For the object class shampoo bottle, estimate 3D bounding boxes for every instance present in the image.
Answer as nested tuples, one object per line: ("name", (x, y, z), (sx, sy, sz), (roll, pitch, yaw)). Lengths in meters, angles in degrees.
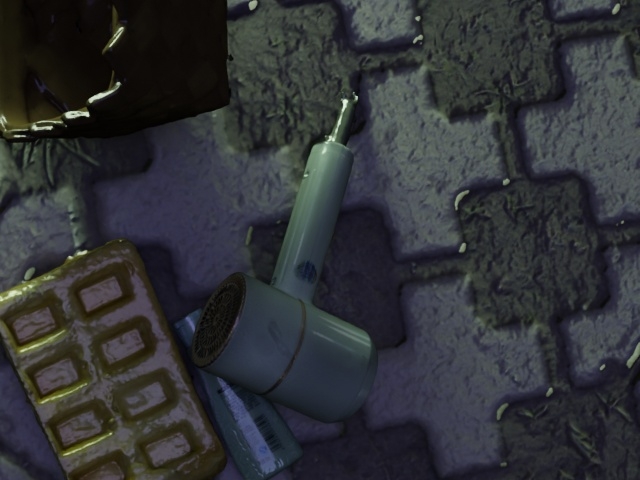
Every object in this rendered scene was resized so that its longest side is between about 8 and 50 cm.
("shampoo bottle", (-0.093, 0.160, 1.696), (0.069, 0.041, 0.191), (-31, 89, -13))

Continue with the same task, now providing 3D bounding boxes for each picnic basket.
("picnic basket", (-0.262, -0.243, 1.574), (0.321, 0.254, 0.291), (2, 82, -42))

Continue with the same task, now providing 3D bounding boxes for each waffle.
("waffle", (-0.219, 0.146, 1.669), (0.168, 0.057, 0.274), (-24, 88, -12))

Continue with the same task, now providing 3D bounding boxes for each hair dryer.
("hair dryer", (0.000, 0.000, 1.705), (0.173, 0.107, 0.357), (26, 68, -24))
